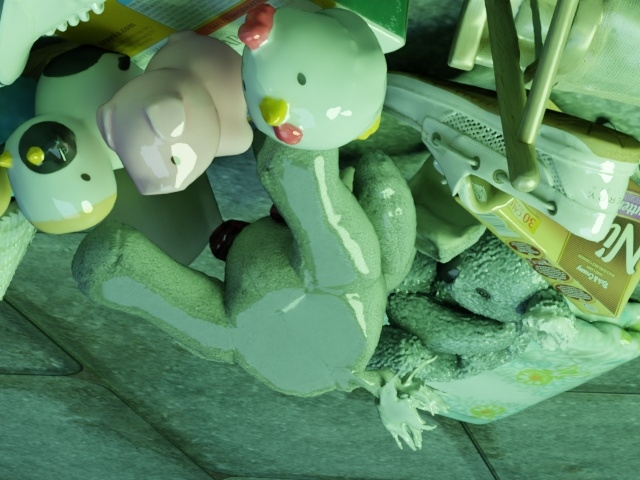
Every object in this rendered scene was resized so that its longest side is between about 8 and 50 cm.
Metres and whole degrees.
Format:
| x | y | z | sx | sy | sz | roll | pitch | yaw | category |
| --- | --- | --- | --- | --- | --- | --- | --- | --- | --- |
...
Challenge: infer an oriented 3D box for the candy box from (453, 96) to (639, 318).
| x | y | z | sx | sy | sz | roll | pitch | yaw | category |
| --- | --- | --- | --- | --- | --- | --- | --- | --- | --- |
| 0.212 | -0.027 | 1.396 | 0.187 | 0.109 | 0.053 | 40 | 164 | -27 | candy box |

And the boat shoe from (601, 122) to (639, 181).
| x | y | z | sx | sy | sz | roll | pitch | yaw | category |
| --- | --- | --- | --- | --- | --- | --- | --- | --- | --- |
| 0.269 | -0.078 | 1.427 | 0.035 | 0.035 | 0.100 | -24 | 147 | 3 | boat shoe |

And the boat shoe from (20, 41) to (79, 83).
| x | y | z | sx | sy | sz | roll | pitch | yaw | category |
| --- | --- | --- | --- | --- | --- | --- | --- | --- | --- |
| -0.289 | -0.100 | 1.429 | 0.341 | 0.121 | 0.110 | -1 | 155 | 18 | boat shoe |

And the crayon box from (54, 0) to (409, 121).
| x | y | z | sx | sy | sz | roll | pitch | yaw | category |
| --- | --- | --- | --- | --- | --- | --- | --- | --- | --- |
| -0.119 | -0.207 | 1.173 | 0.323 | 0.083 | 0.203 | 23 | 153 | -33 | crayon box |

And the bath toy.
| x | y | z | sx | sy | sz | roll | pitch | yaw | category |
| --- | --- | --- | --- | --- | --- | --- | --- | --- | --- |
| -0.122 | -0.091 | 1.148 | 0.348 | 0.151 | 0.129 | -10 | 158 | 31 | bath toy |

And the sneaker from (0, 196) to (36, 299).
| x | y | z | sx | sy | sz | roll | pitch | yaw | category |
| --- | --- | --- | --- | --- | --- | --- | --- | --- | --- |
| -0.343 | -0.028 | 1.503 | 0.146 | 0.102 | 0.293 | 20 | -166 | -6 | sneaker |

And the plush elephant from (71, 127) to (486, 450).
| x | y | z | sx | sy | sz | roll | pitch | yaw | category |
| --- | --- | --- | --- | --- | --- | --- | --- | --- | --- |
| 0.000 | 0.000 | 1.432 | 0.272 | 0.255 | 0.330 | -37 | 111 | 26 | plush elephant |

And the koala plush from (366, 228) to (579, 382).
| x | y | z | sx | sy | sz | roll | pitch | yaw | category |
| --- | --- | --- | --- | --- | --- | --- | --- | --- | --- |
| 0.164 | 0.033 | 1.540 | 0.203 | 0.196 | 0.221 | 6 | 160 | -27 | koala plush |

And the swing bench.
| x | y | z | sx | sy | sz | roll | pitch | yaw | category |
| --- | --- | --- | --- | --- | --- | --- | --- | --- | --- |
| 0.244 | -0.128 | 1.095 | 0.253 | 0.254 | 0.165 | 11 | 115 | -11 | swing bench |

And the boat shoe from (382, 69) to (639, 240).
| x | y | z | sx | sy | sz | roll | pitch | yaw | category |
| --- | --- | --- | --- | --- | --- | --- | --- | --- | --- |
| 0.129 | -0.069 | 1.272 | 0.098 | 0.096 | 0.277 | 5 | -165 | -36 | boat shoe |

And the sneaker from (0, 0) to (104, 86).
| x | y | z | sx | sy | sz | roll | pitch | yaw | category |
| --- | --- | --- | --- | --- | --- | --- | --- | --- | --- |
| -0.182 | -0.169 | 1.054 | 0.091 | 0.094 | 0.258 | 16 | 155 | -8 | sneaker |

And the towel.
| x | y | z | sx | sy | sz | roll | pitch | yaw | category |
| --- | --- | --- | --- | --- | --- | --- | --- | --- | --- |
| 0.138 | 0.105 | 1.823 | 0.374 | 0.090 | 0.320 | 17 | 156 | -22 | towel |

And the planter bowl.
| x | y | z | sx | sy | sz | roll | pitch | yaw | category |
| --- | --- | --- | --- | --- | --- | --- | --- | --- | --- |
| -0.154 | -0.038 | 1.517 | 0.109 | 0.162 | 0.162 | -20 | 156 | -3 | planter bowl |
